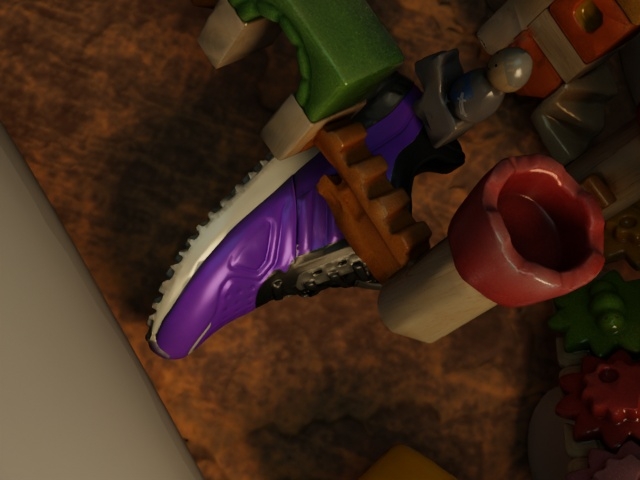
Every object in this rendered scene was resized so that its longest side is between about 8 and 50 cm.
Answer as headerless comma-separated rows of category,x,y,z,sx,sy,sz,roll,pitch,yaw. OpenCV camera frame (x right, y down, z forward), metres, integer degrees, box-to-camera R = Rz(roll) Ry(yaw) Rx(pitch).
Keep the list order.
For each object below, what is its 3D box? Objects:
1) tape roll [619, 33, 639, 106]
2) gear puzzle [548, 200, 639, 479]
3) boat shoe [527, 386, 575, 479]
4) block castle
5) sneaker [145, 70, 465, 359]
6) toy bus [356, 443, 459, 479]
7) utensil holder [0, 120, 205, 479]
tape roll,0.445,-0.189,0.906,0.392,0.072,0.392,1,84,-5
gear puzzle,0.252,0.070,0.773,0.175,0.044,0.339,-5,43,12
boat shoe,0.301,0.223,0.771,0.158,0.340,0.127,8,115,-35
block castle,0.086,-0.189,0.736,0.303,0.213,0.453,-28,82,-36
sneaker,0.000,0.000,0.826,0.146,0.102,0.293,42,82,-1
toy bus,0.136,0.280,0.713,0.108,0.130,0.333,-39,56,-23
utensil holder,-0.279,0.109,0.679,0.328,0.327,0.385,-30,85,-8
